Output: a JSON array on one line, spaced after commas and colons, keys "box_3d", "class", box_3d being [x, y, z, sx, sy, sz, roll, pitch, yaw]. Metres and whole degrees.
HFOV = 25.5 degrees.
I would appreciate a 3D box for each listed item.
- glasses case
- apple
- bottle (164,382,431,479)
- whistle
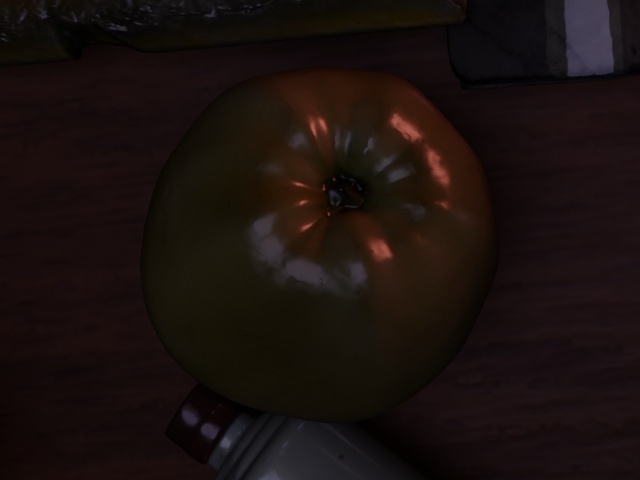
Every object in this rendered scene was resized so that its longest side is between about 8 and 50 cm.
[{"box_3d": [0.114, -0.231, 0.728, 0.114, 0.060, 0.299, -2, 98, 25], "class": "glasses case"}, {"box_3d": [0.000, 0.000, 0.727, 0.200, 0.200, 0.200, 2, 98, 13], "class": "apple"}, {"box_3d": [0.019, 0.165, 0.787, 0.245, 0.104, 0.104, 37, 104, 5], "class": "bottle"}, {"box_3d": [-0.078, -0.136, 0.772, 0.326, 0.057, 0.068, -4, 84, 20], "class": "whistle"}]
